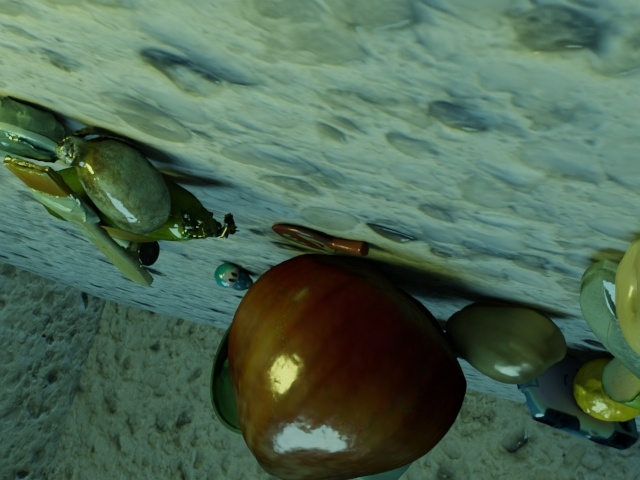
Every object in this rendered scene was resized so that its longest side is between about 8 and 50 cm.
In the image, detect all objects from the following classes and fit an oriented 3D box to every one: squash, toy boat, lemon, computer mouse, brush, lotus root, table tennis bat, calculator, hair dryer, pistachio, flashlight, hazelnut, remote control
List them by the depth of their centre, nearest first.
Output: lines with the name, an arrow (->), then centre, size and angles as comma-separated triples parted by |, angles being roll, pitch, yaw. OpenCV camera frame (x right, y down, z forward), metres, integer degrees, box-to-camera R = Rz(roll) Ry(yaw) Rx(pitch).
toy boat -> 0.381, 0.097, 0.973 | 0.141, 0.092, 0.319 | 6, 158, 44
lotus root -> -0.231, -0.070, 0.996 | 0.088, 0.088, 0.165 | 4, 144, 46
remote control -> -0.397, -0.132, 1.019 | 0.247, 0.052, 0.104 | 8, 168, 34
squash -> -0.247, -0.048, 1.129 | 0.331, 0.087, 0.087 | 12, 169, 32
brush -> -0.298, -0.011, 1.129 | 0.085, 0.020, 0.336 | 15, 159, 22
table tennis bat -> 0.000, 0.000, 1.209 | 0.154, 0.019, 0.098 | 11, 168, 36
pistachio -> 0.281, 0.150, 1.311 | 0.184, 0.125, 0.124 | 20, 172, 26
hazelnut -> 0.030, 0.193, 1.312 | 0.359, 0.359, 0.409 | 12, 164, 18
squash -> 0.563, 0.248, 1.433 | 0.187, 0.095, 0.095 | 22, 168, -28
computer mouse -> -0.357, -0.031, 1.481 | 0.198, 0.045, 0.102 | 8, 164, 31
lemon -> 0.516, 0.263, 1.520 | 0.155, 0.114, 0.114 | 9, 172, -18
calculator -> 0.474, 0.288, 1.597 | 0.293, 0.173, 0.051 | 22, 131, -23
hair dryer -> -0.397, -0.015, 1.635 | 0.100, 0.057, 0.198 | 9, 159, 30
flashlight -> -0.173, 0.076, 1.753 | 0.051, 0.051, 0.129 | 12, 174, 19

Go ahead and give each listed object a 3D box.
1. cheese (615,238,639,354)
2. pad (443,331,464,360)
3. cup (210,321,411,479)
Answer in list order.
cheese -> 0.360, 0.064, 0.753 | 0.235, 0.117, 0.218 | 26, 167, -29
pad -> 0.315, 0.221, 1.713 | 0.232, 0.022, 0.174 | 13, -172, 9
cup -> 0.011, 0.326, 1.700 | 0.310, 0.401, 0.392 | -31, 133, 27
